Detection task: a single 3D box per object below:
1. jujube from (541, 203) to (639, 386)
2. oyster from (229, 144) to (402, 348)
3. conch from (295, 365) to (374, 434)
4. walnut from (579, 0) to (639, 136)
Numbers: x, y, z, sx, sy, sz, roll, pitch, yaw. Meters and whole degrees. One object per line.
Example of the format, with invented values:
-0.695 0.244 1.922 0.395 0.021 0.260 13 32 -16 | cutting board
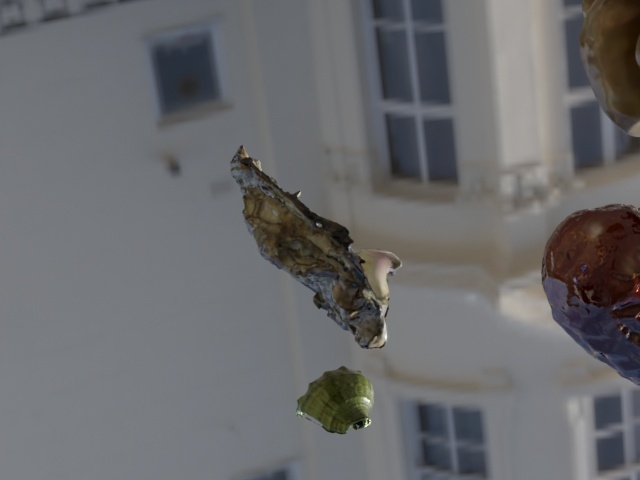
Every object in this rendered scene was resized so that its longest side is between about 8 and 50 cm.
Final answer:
0.223 0.038 1.255 0.109 0.176 0.112 -16 -125 41 | jujube
-0.007 0.006 1.893 0.259 0.198 0.092 40 -89 23 | oyster
0.017 0.178 2.011 0.089 0.074 0.121 -22 -154 -4 | conch
0.158 -0.107 0.650 0.170 0.069 0.143 -43 -165 -11 | walnut
